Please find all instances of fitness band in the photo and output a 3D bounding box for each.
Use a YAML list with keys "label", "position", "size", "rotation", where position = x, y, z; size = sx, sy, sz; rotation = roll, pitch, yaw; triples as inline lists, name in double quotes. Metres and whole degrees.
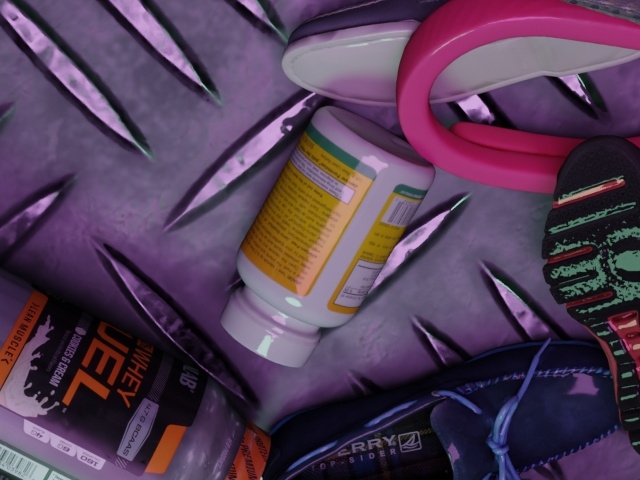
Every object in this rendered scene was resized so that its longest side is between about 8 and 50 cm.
- label: "fitness band"
  position: [0.205, -0.119, 1.312]
  size: [0.291, 0.054, 0.209]
  rotation: [6, 144, -11]

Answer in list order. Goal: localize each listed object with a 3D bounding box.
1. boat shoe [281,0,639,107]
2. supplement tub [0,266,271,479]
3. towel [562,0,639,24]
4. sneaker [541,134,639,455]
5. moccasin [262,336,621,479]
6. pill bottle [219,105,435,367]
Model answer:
- label: "boat shoe"
  position: [0.125, -0.189, 1.351]
  size: [0.320, 0.116, 0.099]
  rotation: [-8, 63, 9]
- label: "supplement tub"
  position: [-0.215, 0.162, 1.380]
  size: [0.316, 0.193, 0.193]
  rotation: [28, 104, -9]
- label: "towel"
  position: [0.161, -0.325, 1.245]
  size: [0.324, 0.056, 0.312]
  rotation: [13, 73, -8]
- label: "sneaker"
  position: [0.278, 0.043, 1.383]
  size: [0.116, 0.136, 0.313]
  rotation: [-12, 112, 26]
- label: "moccasin"
  position: [0.117, 0.189, 1.429]
  size: [0.342, 0.117, 0.137]
  rotation: [-19, 105, 5]
- label: "pill bottle"
  position: [0.000, 0.000, 1.375]
  size: [0.118, 0.117, 0.208]
  rotation: [27, 104, -8]
